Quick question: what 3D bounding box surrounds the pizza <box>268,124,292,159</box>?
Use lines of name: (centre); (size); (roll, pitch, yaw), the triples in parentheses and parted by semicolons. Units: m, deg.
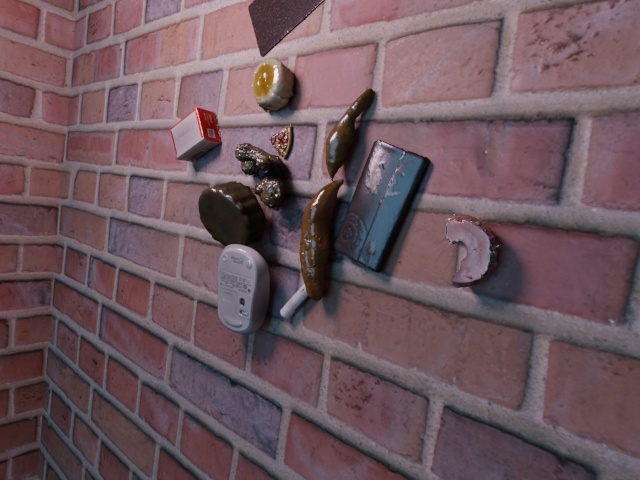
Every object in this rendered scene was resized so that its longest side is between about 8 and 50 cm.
pizza: (-0.124, -0.309, 1.293); (0.100, 0.029, 0.099); (-20, 77, 37)

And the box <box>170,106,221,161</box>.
box: (-0.473, -0.397, 1.531); (0.182, 0.099, 0.133); (-23, 77, 34)

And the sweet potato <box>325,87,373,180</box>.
sweet potato: (0.066, -0.298, 1.114); (0.074, 0.074, 0.270); (30, 99, 35)

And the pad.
pad: (-0.109, -0.781, 1.310); (0.330, 0.004, 0.220); (-24, 74, 35)

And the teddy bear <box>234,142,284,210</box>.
teddy bear: (-0.172, -0.214, 1.273); (0.129, 0.182, 0.251); (-29, 65, -4)

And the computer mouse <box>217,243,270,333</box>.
computer mouse: (-0.240, 0.155, 1.303); (0.184, 0.121, 0.297); (9, 101, 30)

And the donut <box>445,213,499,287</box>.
donut: (0.340, 0.018, 0.890); (0.117, 0.065, 0.166); (-10, 84, 39)

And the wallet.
wallet: (0.147, -0.091, 1.060); (0.170, 0.044, 0.321); (31, 107, 37)

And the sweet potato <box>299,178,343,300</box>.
sweet potato: (-0.013, -0.006, 1.154); (0.106, 0.095, 0.355); (12, 95, 20)

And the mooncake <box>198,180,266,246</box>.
mooncake: (-0.281, -0.085, 1.315); (0.228, 0.124, 0.228); (20, 127, 29)

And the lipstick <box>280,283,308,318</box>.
lipstick: (-0.069, 0.181, 1.227); (0.141, 0.040, 0.040); (-50, 61, 25)

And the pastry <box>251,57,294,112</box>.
pastry: (-0.154, -0.496, 1.287); (0.165, 0.088, 0.166); (-5, 83, 40)
